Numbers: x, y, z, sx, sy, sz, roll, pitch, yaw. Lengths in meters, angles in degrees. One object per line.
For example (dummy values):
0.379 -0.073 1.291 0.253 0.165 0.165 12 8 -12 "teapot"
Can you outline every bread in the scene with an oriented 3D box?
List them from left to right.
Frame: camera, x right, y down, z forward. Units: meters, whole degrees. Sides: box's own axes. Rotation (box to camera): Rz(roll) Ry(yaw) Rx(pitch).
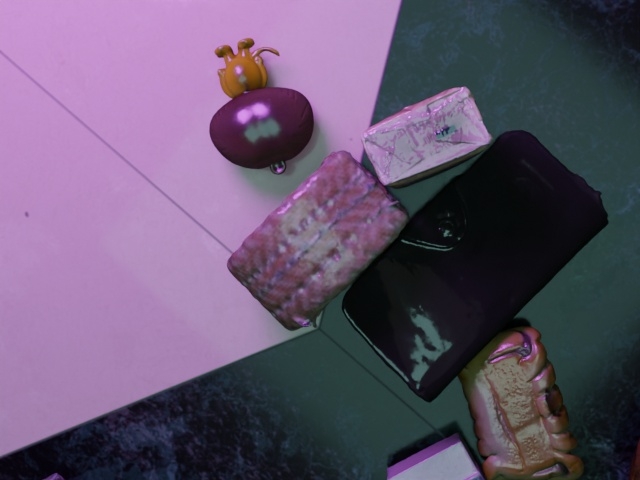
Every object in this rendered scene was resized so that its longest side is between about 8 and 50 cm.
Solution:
0.273 0.235 1.202 0.134 0.081 0.225 -15 94 11 "bread"

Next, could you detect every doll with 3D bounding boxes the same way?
-0.080 -0.186 1.208 0.145 0.096 0.188 4 84 0 "doll"

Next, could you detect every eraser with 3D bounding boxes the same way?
0.196 0.395 1.226 0.124 0.068 0.210 -29 90 7 "eraser"

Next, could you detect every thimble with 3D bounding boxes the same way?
-0.003 0.002 1.156 0.229 0.196 0.148 -44 93 4 "thimble"

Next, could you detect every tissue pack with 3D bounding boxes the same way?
0.138 -0.130 1.134 0.148 0.196 0.092 -23 89 7 "tissue pack"

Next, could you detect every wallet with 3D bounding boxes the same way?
0.209 0.025 1.179 0.377 0.051 0.197 -43 89 -8 "wallet"

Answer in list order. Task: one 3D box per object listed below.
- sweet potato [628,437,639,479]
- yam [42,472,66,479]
0.472 0.375 1.176 0.131 0.130 0.422 4 86 5 "sweet potato"
-0.360 0.418 1.276 0.179 0.078 0.078 43 96 5 "yam"
